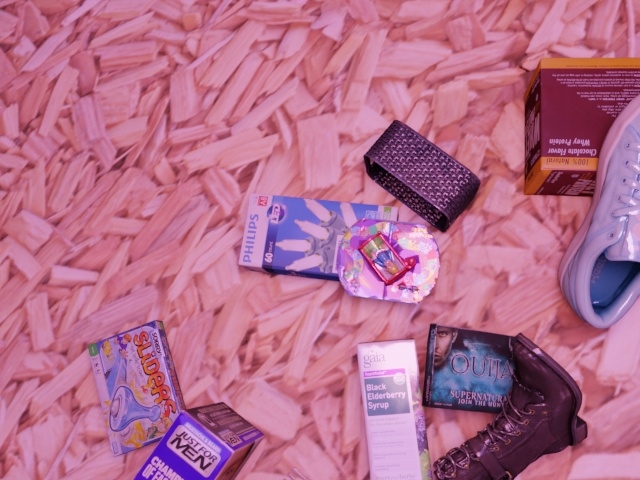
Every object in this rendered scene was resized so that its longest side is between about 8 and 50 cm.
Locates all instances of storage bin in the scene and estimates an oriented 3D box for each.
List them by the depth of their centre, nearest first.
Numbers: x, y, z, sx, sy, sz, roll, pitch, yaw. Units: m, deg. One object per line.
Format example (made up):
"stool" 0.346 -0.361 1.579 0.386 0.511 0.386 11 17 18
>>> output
"storage bin" 0.171 -0.108 0.939 0.180 0.122 0.084 40 86 15

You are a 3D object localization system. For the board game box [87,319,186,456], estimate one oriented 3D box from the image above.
"board game box" -0.321 0.259 0.972 0.136 0.035 0.201 -22 75 3

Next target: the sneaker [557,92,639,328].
"sneaker" 0.456 -0.033 0.776 0.135 0.150 0.365 9 116 4

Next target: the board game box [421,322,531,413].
"board game box" 0.248 0.203 0.859 0.186 0.026 0.126 11 78 -21

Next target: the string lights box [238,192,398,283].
"string lights box" 0.000 0.000 0.963 0.260 0.077 0.133 6 80 10

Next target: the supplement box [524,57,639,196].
"supplement box" 0.448 -0.183 0.912 0.192 0.129 0.193 3 77 9

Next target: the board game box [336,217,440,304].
"board game box" 0.108 0.029 0.884 0.169 0.033 0.133 7 81 9

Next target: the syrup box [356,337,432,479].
"syrup box" 0.117 0.278 0.872 0.093 0.096 0.236 -6 77 6

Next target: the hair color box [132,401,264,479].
"hair color box" -0.241 0.423 0.846 0.110 0.185 0.338 32 84 14

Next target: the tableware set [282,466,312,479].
"tableware set" -0.024 0.457 0.889 0.154 0.024 0.104 40 86 14

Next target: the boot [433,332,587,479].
"boot" 0.264 0.281 0.798 0.229 0.091 0.262 -32 118 -3
